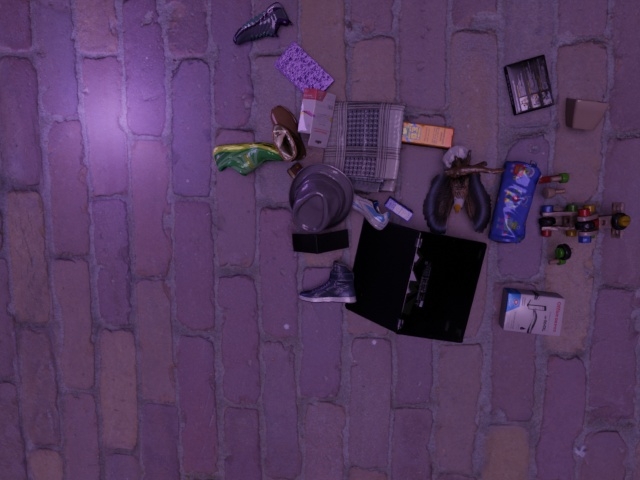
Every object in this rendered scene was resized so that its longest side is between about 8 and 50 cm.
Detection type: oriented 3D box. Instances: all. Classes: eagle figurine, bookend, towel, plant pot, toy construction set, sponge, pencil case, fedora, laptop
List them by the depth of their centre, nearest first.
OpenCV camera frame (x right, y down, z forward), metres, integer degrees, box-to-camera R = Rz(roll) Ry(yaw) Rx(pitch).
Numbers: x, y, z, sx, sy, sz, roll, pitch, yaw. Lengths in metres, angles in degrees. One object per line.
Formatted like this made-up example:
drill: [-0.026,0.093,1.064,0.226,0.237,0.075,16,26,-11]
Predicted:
plant pot: [0.916,-0.438,1.705,0.109,0.109,0.096,8,110,6]
toy construction set: [0.922,-0.103,1.718,0.237,0.257,0.309,-9,73,-9]
eagle figurine: [0.497,-0.163,1.755,0.225,0.298,0.226,-41,59,-17]
pencil case: [0.698,-0.136,1.760,0.133,0.119,0.306,13,100,14]
fedora: [-0.015,-0.132,1.781,0.243,0.124,0.275,33,129,-3]
towel: [0.147,-0.343,1.791,0.312,0.056,0.324,9,99,24]
sponge: [-0.061,-0.629,1.836,0.210,0.031,0.117,44,101,-1]
laptop: [0.345,0.140,1.841,0.407,0.236,0.382,10,99,-10]
bookend: [0.000,0.000,1.880,0.157,0.156,0.072,-10,99,-36]

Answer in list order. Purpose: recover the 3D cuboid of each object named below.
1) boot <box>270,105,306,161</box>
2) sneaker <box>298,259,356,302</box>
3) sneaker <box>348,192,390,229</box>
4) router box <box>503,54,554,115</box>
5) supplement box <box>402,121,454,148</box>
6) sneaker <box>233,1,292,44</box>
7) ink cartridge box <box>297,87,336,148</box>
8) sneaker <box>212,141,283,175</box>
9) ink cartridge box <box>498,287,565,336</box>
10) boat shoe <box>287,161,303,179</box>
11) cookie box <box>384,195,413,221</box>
boot: [-0.128,-0.391,1.754,0.089,0.269,0.236,-30,93,10]
sneaker: [0.024,0.158,1.902,0.226,0.086,0.163,-2,94,10]
sneaker: [0.162,-0.133,1.824,0.237,0.085,0.086,40,101,24]
router box: [0.739,-0.549,1.738,0.133,0.046,0.179,-13,95,9]
supplement box: [0.364,-0.385,1.791,0.233,0.080,0.078,9,98,9]
sneaker: [-0.215,-0.776,1.813,0.223,0.083,0.098,-34,97,9]
ink cartridge box: [-0.016,-0.443,1.788,0.067,0.115,0.198,17,102,37]
sneaker: [-0.265,-0.311,1.874,0.295,0.109,0.124,1,105,16]
ink cartridge box: [0.782,0.264,1.819,0.203,0.086,0.148,5,98,7]
boat shoe: [-0.049,-0.223,1.871,0.060,0.064,0.178,-44,88,12]
cookie box: [0.292,-0.119,1.828,0.107,0.092,0.040,34,103,1]
